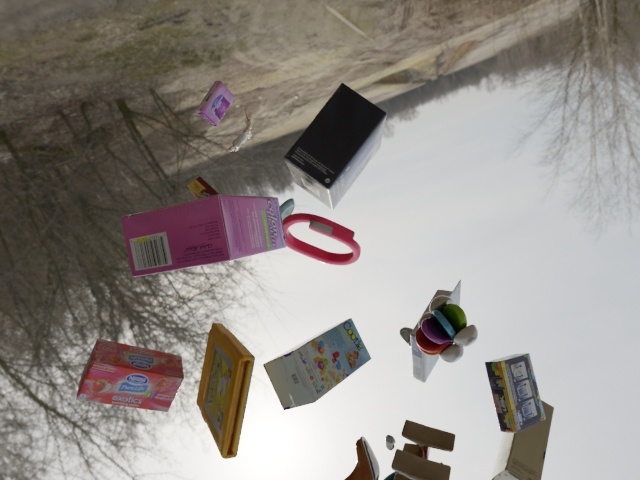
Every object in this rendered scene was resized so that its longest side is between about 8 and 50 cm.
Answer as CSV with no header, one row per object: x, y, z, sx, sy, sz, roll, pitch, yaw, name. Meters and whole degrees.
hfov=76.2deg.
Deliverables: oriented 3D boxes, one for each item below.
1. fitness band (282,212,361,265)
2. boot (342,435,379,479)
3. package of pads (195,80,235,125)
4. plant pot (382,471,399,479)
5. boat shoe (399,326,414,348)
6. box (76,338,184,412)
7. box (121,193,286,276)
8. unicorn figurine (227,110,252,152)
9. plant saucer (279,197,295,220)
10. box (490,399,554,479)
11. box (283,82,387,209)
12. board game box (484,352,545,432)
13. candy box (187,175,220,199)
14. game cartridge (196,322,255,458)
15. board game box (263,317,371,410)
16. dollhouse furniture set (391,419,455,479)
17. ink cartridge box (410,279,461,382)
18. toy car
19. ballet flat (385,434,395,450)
0.000,0.000,1.389,0.209,0.291,0.054,-43,-153,56,fitness band
0.061,0.562,0.928,0.152,0.197,0.073,-18,155,15,boot
-0.222,-0.292,0.870,0.032,0.050,0.083,19,-105,39,package of pads
0.342,0.910,1.375,0.290,0.290,0.195,-18,158,20,plant pot
0.477,0.509,2.011,0.079,0.227,0.081,-58,148,11,boat shoe
-0.548,0.396,1.194,0.128,0.257,0.122,-63,-152,7,box
-0.220,-0.014,0.823,0.214,0.117,0.243,-10,-178,19,box
-0.306,-0.414,1.608,0.161,0.060,0.111,-65,-168,-4,unicorn figurine
-0.139,-0.115,1.629,0.119,0.021,0.119,-45,166,-15,plant saucer
0.588,0.589,1.184,0.094,0.113,0.275,29,-133,18,box
0.055,-0.289,1.333,0.294,0.183,0.296,-54,172,-3,box
0.502,0.387,1.051,0.141,0.170,0.048,1,164,-33,board game box
-0.321,-0.096,1.239,0.053,0.186,0.109,-40,-119,-18,candy box
-0.295,0.425,1.216,0.053,0.285,0.324,10,-178,-32,game cartridge
-0.003,0.355,1.196,0.142,0.144,0.275,-34,169,39,board game box
0.181,0.493,0.679,0.135,0.262,0.259,6,-162,22,dollhouse furniture set
0.472,0.363,1.668,0.071,0.324,0.330,19,-129,32,ink cartridge box
0.341,0.260,1.171,0.136,0.182,0.159,-6,-135,-31,toy car
0.267,0.781,1.564,0.041,0.114,0.041,-6,-131,7,ballet flat
